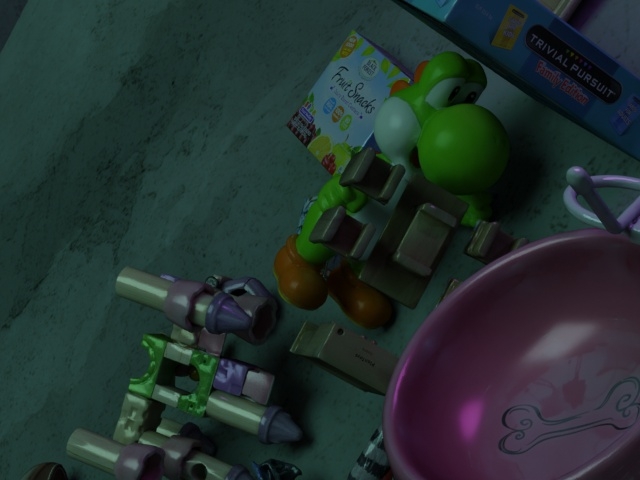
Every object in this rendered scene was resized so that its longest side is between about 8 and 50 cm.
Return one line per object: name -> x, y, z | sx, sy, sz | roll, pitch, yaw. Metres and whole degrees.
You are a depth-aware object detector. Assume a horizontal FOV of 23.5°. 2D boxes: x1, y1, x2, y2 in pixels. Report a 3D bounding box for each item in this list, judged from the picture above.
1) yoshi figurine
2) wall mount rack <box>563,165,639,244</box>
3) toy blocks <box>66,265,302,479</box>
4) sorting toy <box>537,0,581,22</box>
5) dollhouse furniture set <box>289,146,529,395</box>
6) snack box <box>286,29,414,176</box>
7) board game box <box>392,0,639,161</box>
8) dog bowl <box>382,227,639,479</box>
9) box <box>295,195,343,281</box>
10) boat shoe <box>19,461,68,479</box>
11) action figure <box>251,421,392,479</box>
yoshi figurine -> 0.103, -0.050, 1.873 | 0.362, 0.203, 0.203 | -58, -7, 20
wall mount rack -> 0.370, -0.031, 1.383 | 0.350, 0.304, 0.130 | 17, 121, 26
toy blocks -> -0.122, 0.198, 2.034 | 0.260, 0.309, 0.289 | 17, 92, 24
sorting toy -> 0.342, -0.426, 1.967 | 0.307, 0.041, 0.229 | -57, 32, 17
dollhouse furniture set -> 0.078, 0.047, 1.769 | 0.242, 0.212, 0.161 | -62, 8, -7
snack box -> 0.058, -0.179, 2.158 | 0.174, 0.070, 0.207 | -54, 35, 11
board game box -> 0.215, -0.231, 1.741 | 0.079, 0.336, 0.254 | -56, 34, 6
dog bowl -> 0.237, 0.158, 1.487 | 0.408, 0.150, 0.408 | -27, 35, 20
box -> 0.000, 0.000, 2.141 | 0.094, 0.027, 0.137 | -13, 56, 51
boat shoe -> -0.398, 0.459, 2.277 | 0.116, 0.123, 0.324 | -11, 39, 9
action figure -> -0.001, 0.311, 1.768 | 0.330, 0.178, 0.341 | -43, 44, 0
